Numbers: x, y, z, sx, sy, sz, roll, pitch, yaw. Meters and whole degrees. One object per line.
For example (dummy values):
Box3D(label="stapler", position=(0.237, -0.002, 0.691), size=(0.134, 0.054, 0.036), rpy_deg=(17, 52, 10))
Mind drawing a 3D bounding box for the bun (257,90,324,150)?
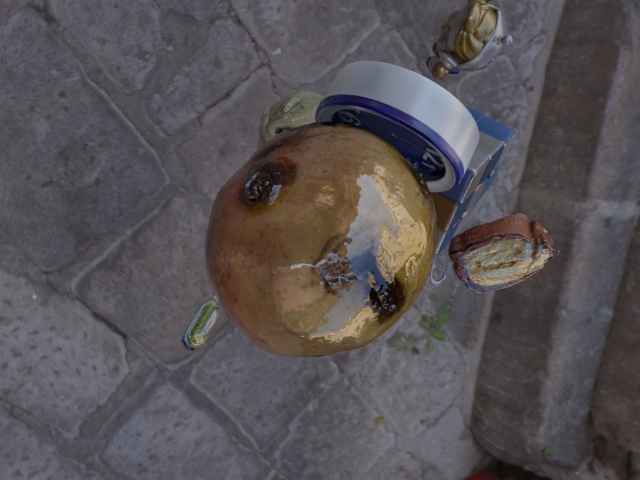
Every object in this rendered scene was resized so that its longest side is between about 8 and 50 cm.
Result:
Box3D(label="bun", position=(-0.045, -0.295, 1.680), size=(0.234, 0.326, 0.362), rpy_deg=(10, 60, -63))

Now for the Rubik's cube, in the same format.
Box3D(label="Rubik's cube", position=(0.348, -0.224, 1.706), size=(0.347, 0.344, 0.346), rpy_deg=(-41, 154, -41))

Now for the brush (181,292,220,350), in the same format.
Box3D(label="brush", position=(-0.313, 0.194, 1.598), size=(0.068, 0.060, 0.297), rpy_deg=(49, 46, -29))

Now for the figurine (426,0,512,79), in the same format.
Box3D(label="figurine", position=(0.313, -0.430, 1.211), size=(0.133, 0.274, 0.194), rpy_deg=(28, 70, -7))

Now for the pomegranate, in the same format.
Box3D(label="pomegranate", position=(0.000, 0.000, 0.724), size=(0.322, 0.322, 0.322), rpy_deg=(-8, 107, -29))

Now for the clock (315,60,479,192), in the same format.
Box3D(label="clock", position=(0.109, -0.159, 0.781), size=(0.230, 0.230, 0.083), rpy_deg=(34, 76, -33))

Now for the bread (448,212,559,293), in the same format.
Box3D(label="bread", position=(0.458, 0.031, 1.344), size=(0.244, 0.123, 0.190), rpy_deg=(-18, 124, 21))

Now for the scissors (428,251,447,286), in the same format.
Box3D(label="scissors", position=(0.283, 0.026, 1.380), size=(0.100, 0.015, 0.189), rpy_deg=(2, 95, -15))
